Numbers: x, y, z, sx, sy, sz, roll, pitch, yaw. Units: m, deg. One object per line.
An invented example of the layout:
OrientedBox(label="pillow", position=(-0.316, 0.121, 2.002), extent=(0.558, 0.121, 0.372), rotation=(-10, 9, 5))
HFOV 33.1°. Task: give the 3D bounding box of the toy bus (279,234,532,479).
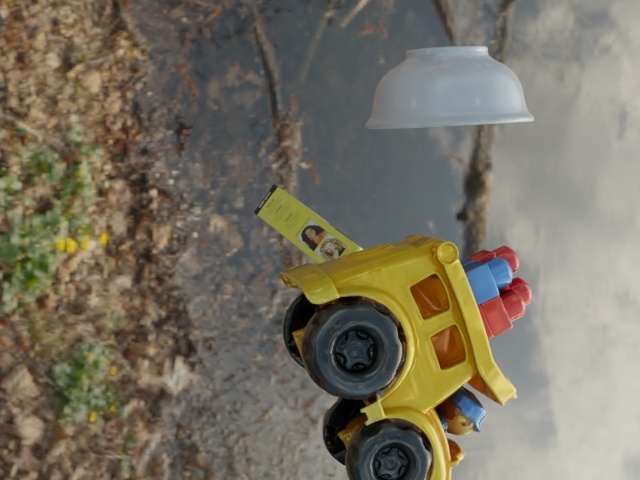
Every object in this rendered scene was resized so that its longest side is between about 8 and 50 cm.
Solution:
OrientedBox(label="toy bus", position=(0.090, 0.098, 0.898), extent=(0.211, 0.149, 0.220), rotation=(-21, 96, -10))

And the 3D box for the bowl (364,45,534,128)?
OrientedBox(label="bowl", position=(0.221, -0.267, 1.876), extent=(0.298, 0.298, 0.134), rotation=(-11, 101, -46))

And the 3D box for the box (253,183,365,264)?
OrientedBox(label="box", position=(0.000, 0.000, 1.562), extent=(0.058, 0.232, 0.087), rotation=(-54, 134, 0))
